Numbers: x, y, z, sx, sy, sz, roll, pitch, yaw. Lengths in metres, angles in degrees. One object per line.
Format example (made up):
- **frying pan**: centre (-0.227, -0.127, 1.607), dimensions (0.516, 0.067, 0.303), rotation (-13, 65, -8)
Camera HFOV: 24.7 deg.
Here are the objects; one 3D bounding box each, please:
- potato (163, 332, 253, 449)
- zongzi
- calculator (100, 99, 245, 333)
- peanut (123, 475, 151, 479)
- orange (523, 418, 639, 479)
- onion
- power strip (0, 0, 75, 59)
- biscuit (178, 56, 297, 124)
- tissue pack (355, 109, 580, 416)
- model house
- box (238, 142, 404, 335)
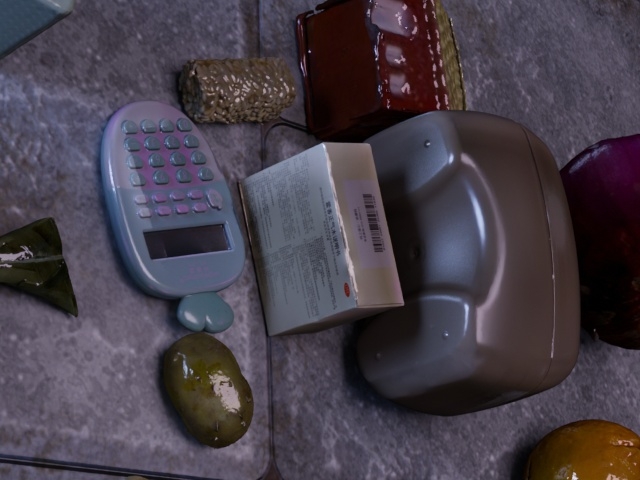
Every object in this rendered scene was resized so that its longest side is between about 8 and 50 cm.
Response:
- **potato**: centre (-0.130, 0.175, 1.705), dimensions (0.091, 0.070, 0.138), rotation (-27, 93, -12)
- **zongzi**: centre (-0.319, 0.046, 1.588), dimensions (0.109, 0.055, 0.119), rotation (-28, 106, -45)
- **calculator**: centre (-0.177, -0.028, 1.766), dimensions (0.185, 0.041, 0.299), rotation (-9, 79, -46)
- **peanut**: centre (-0.184, 0.373, 1.548), dimensions (0.122, 0.137, 0.253), rotation (-7, 75, -3)
- **orange**: centre (0.396, 0.361, 2.090), dimensions (0.219, 0.193, 0.219), rotation (14, 57, -23)
- **onion**: centre (0.481, -0.024, 2.269), dimensions (0.348, 0.348, 0.385), rotation (42, 15, -26)
- **power strip**: centre (-0.338, -0.309, 1.577), dimensions (0.139, 0.224, 0.140), rotation (29, 55, -34)
- **biscuit**: centre (-0.106, -0.194, 1.883), dimensions (0.168, 0.070, 0.082), rotation (-5, 70, -44)
- **tissue pack**: centre (0.202, 0.034, 1.955), dimensions (0.277, 0.267, 0.387), rotation (10, 66, -39)
- **model house**: centre (0.107, -0.238, 2.051), dimensions (0.254, 0.160, 0.196), rotation (8, 70, -46)
- **box**: centre (0.000, 0.000, 1.839), dimensions (0.095, 0.168, 0.212), rotation (-1, 76, -44)
